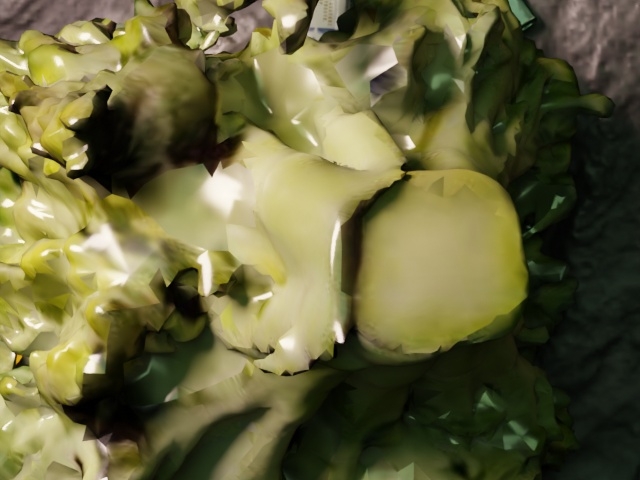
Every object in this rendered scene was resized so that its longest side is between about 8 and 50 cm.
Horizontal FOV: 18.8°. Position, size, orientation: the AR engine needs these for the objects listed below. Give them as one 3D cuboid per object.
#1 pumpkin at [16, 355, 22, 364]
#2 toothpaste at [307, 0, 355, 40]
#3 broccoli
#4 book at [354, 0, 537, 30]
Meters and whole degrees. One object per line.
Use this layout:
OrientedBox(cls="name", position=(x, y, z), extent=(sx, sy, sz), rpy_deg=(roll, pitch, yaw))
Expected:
OrientedBox(cls="pumpkin", position=(-0.195, 0.137, 0.995), extent=(0.148, 0.169, 0.312), rpy_deg=(14, 67, 49))
OrientedBox(cls="toothpaste", position=(-0.003, -0.105, 1.030), extent=(0.060, 0.038, 0.233), rpy_deg=(5, 92, 19))
OrientedBox(cls="broccoli", position=(-0.010, 0.005, 0.904), extent=(0.334, 0.272, 0.324), rpy_deg=(9, 55, -23))
OrientedBox(cls="book", position=(0.038, -0.145, 1.057), extent=(0.103, 0.017, 0.135), rpy_deg=(-34, 77, 1))
